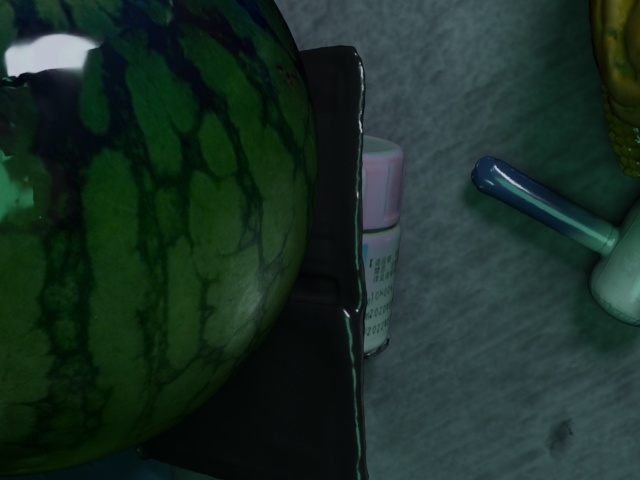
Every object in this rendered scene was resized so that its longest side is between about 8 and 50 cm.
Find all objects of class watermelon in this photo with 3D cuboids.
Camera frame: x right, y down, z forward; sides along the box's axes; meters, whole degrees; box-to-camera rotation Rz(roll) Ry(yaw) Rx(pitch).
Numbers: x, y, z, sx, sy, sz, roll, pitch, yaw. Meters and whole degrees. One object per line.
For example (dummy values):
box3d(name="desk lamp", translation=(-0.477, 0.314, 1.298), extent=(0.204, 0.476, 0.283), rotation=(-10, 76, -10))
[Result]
box3d(name="watermelon", translation=(-0.169, -0.035, 0.512), extent=(0.363, 0.363, 0.363), rotation=(2, 104, 8))

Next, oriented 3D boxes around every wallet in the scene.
box3d(name="wallet", translation=(-0.063, 0.027, 0.680), extent=(0.247, 0.041, 0.323), rotation=(2, 93, 41))

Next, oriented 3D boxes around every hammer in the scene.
box3d(name="hammer", translation=(0.212, -0.017, 0.738), extent=(0.194, 0.069, 0.116), rotation=(29, 108, 6))

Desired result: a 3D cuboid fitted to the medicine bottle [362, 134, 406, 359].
box3d(name="medicine bottle", translation=(0.000, 0.000, 0.738), extent=(0.135, 0.135, 0.168), rotation=(8, 105, 7))

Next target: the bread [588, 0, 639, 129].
box3d(name="bread", translation=(0.347, -0.219, 0.567), extent=(0.337, 0.148, 0.328), rotation=(1, 105, -20))

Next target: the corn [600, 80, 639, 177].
box3d(name="corn", translation=(0.253, -0.174, 0.677), extent=(0.091, 0.091, 0.260), rotation=(-5, 105, 11))

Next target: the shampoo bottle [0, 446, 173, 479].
box3d(name="shampoo bottle", translation=(-0.348, 0.222, 0.746), extent=(0.342, 0.331, 0.331), rotation=(-36, 96, 15))
